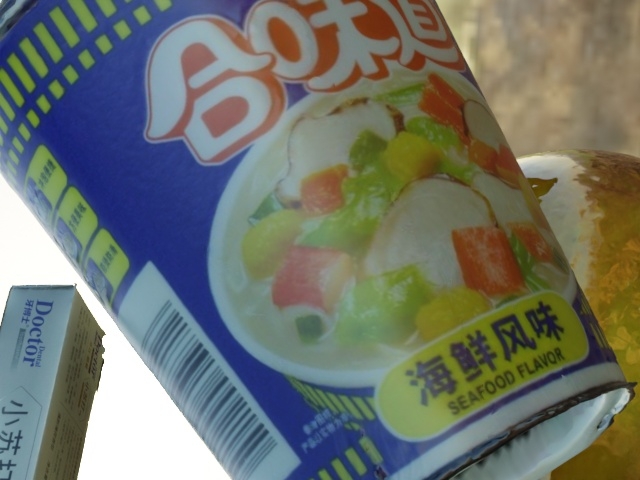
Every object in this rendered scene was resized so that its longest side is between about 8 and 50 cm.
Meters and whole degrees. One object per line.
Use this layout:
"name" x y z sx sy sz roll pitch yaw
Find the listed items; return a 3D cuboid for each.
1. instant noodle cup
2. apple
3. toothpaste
"instant noodle cup" 0.000 0.000 1.033 0.312 0.284 0.284 58 169 16
"apple" 0.207 0.128 1.582 0.384 0.374 0.374 67 -160 -47
"toothpaste" -0.234 0.185 1.573 0.089 0.071 0.313 65 -152 -53
